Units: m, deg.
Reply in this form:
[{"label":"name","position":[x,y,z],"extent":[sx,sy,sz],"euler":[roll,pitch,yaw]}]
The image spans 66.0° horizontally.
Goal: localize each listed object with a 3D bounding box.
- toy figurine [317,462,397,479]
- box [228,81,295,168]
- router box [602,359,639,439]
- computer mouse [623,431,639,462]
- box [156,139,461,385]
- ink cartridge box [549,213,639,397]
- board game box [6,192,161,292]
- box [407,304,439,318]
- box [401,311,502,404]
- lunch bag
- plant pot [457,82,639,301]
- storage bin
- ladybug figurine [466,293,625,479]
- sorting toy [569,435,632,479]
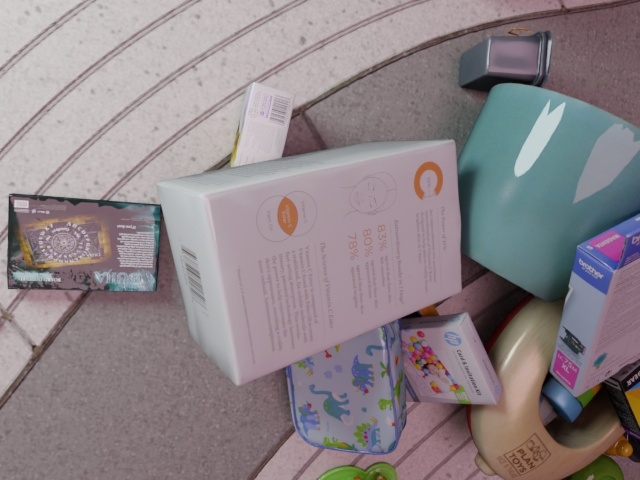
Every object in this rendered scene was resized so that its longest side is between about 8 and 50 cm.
[{"label":"toy figurine","position":[0.079,0.451,0.780],"extent":[0.173,0.159,0.130],"euler":[-20,103,-15]},{"label":"box","position":[-0.107,-0.057,0.704],"extent":[0.067,0.063,0.323],"euler":[11,94,-18]},{"label":"router box","position":[0.538,0.210,0.779],"extent":[0.179,0.046,0.133],"euler":[-34,107,-11]},{"label":"computer mouse","position":[0.695,0.350,1.014],"extent":[0.184,0.060,0.262],"euler":[41,73,-14]},{"label":"box","position":[0.000,0.000,0.639],"extent":[0.346,0.168,0.214],"euler":[-16,108,-29]},{"label":"ink cartridge box","position":[0.406,0.061,0.641],"extent":[0.186,0.065,0.310],"euler":[-25,134,-13]},{"label":"board game box","position":[-0.316,0.006,0.668],"extent":[0.187,0.026,0.126],"euler":[4,96,-18]},{"label":"box","position":[0.169,0.126,0.806],"extent":[0.028,0.081,0.136],"euler":[-39,107,-10]},{"label":"box","position":[0.165,0.186,0.765],"extent":[0.038,0.186,0.145],"euler":[-44,112,-46]},{"label":"lunch bag","position":[0.035,0.199,0.738],"extent":[0.176,0.090,0.218],"euler":[-4,99,21]},{"label":"plant pot","position":[0.323,-0.052,0.732],"extent":[0.293,0.293,0.235],"euler":[26,100,-19]},{"label":"storage bin","position":[0.279,-0.278,0.764],"extent":[0.091,0.135,0.098],"euler":[2,97,-8]},{"label":"ladybug figurine","position":[0.411,0.213,0.849],"extent":[0.449,0.162,0.305],"euler":[-41,108,-9]},{"label":"sorting toy","position":[0.555,0.470,0.927],"extent":[0.127,0.126,0.365],"euler":[-23,101,-14]}]
